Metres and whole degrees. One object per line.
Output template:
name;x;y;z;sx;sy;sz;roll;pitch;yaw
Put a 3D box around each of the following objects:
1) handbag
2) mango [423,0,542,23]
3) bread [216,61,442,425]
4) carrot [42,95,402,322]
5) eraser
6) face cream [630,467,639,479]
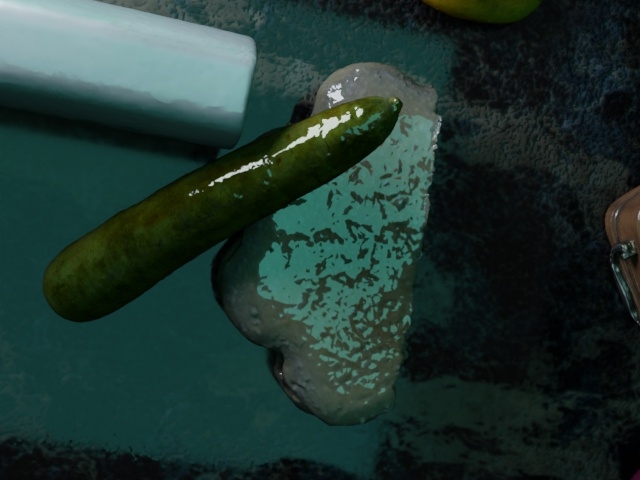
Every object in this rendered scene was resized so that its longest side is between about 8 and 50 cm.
handbag;0.386;0.027;0.880;0.151;0.072;0.193;-26;98;-10
mango;0.141;-0.269;0.828;0.187;0.066;0.101;25;88;-19
bread;0.001;0.000;0.790;0.183;0.102;0.337;8;92;-7
carrot;-0.089;-0.028;0.710;0.359;0.074;0.074;-28;98;20
eraser;-0.204;-0.150;0.696;0.290;0.189;0.104;10;93;-11
face cream;0.423;0.313;0.842;0.195;0.175;0.175;10;90;-10
